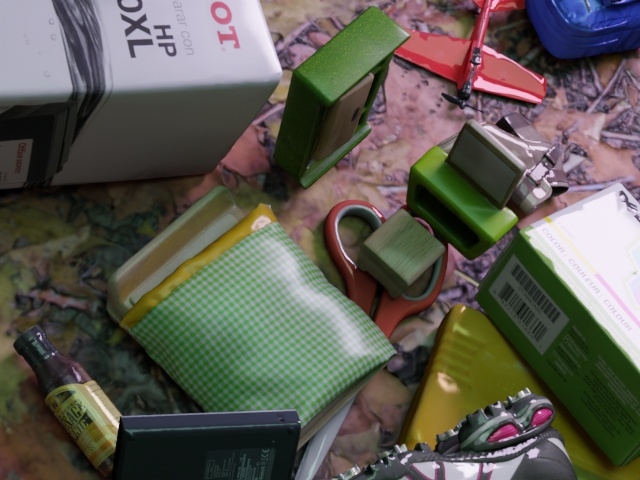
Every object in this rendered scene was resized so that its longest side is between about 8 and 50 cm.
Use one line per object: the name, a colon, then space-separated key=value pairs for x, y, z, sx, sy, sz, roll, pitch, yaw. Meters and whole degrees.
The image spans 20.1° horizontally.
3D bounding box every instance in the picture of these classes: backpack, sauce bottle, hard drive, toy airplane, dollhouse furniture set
backpack: x=0.252 y=-0.227 z=1.650 sx=0.120 sy=0.101 sz=0.098 roll=-14 pitch=64 yaw=-17
sauce bottle: x=-0.186 y=0.121 z=1.373 sx=0.042 sy=0.042 sz=0.128 roll=-35 pitch=77 yaw=-28
hard drive: x=-0.088 y=0.170 z=1.350 sx=0.135 sy=0.094 sz=0.022 roll=-1 pitch=35 yaw=-18
toy airplane: x=0.143 y=-0.180 z=1.632 sx=0.151 sy=0.028 sz=0.151 roll=7 pitch=63 yaw=-13
dollhouse furniture set: x=0.000 y=0.000 z=1.410 sx=0.197 sy=0.151 sz=0.301 roll=43 pitch=64 yaw=10

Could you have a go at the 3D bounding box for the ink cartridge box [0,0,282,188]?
ink cartridge box: x=-0.263 y=-0.197 z=1.405 sx=0.395 sy=0.166 sz=0.285 roll=-6 pitch=68 yaw=-29

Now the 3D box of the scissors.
scissors: x=0.042 y=0.092 z=1.469 sx=0.109 sy=0.021 sz=0.297 roll=14 pitch=61 yaw=-10

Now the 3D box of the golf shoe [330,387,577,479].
golf shoe: x=0.079 y=0.205 z=1.326 sx=0.273 sy=0.105 sz=0.120 roll=-20 pitch=78 yaw=-26

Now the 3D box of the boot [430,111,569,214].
boot: x=0.159 y=-0.061 z=1.571 sx=0.118 sy=0.042 sz=0.087 roll=-24 pitch=76 yaw=-26

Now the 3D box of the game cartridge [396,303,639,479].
game cartridge: x=0.181 y=0.241 z=1.423 sx=0.285 sy=0.053 sz=0.324 roll=24 pitch=61 yaw=-5

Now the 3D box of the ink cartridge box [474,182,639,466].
ink cartridge box: x=0.285 y=0.044 z=1.497 sx=0.255 sy=0.097 sz=0.189 roll=-25 pitch=66 yaw=-36
